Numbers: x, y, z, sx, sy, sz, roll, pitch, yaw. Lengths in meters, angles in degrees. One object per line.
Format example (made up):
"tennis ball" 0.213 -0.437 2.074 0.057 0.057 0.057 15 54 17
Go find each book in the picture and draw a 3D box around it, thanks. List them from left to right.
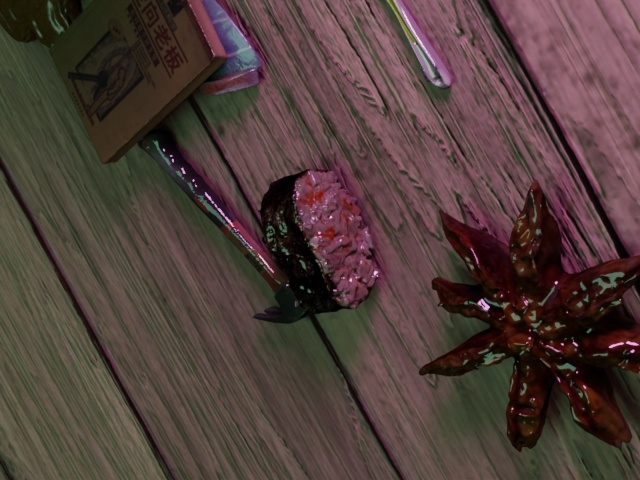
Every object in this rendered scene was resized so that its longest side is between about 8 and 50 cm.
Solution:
"book" -0.205 -0.204 1.332 0.231 0.026 0.161 -36 76 40

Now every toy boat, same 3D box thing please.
"toy boat" -0.110 -0.217 1.279 0.096 0.034 0.122 -5 105 37

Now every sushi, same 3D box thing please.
"sushi" 0.000 0.000 1.250 0.078 0.090 0.150 -12 103 47

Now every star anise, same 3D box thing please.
"star anise" 0.195 0.075 1.118 0.288 0.088 0.288 20 122 36

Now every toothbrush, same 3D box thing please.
"toothbrush" 0.046 -0.251 1.130 0.263 0.026 0.022 59 141 2

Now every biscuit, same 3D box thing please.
"biscuit" -0.362 -0.344 1.433 0.208 0.041 0.290 -26 92 46

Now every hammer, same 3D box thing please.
"hammer" -0.106 -0.021 1.372 0.288 0.033 0.111 49 133 13
